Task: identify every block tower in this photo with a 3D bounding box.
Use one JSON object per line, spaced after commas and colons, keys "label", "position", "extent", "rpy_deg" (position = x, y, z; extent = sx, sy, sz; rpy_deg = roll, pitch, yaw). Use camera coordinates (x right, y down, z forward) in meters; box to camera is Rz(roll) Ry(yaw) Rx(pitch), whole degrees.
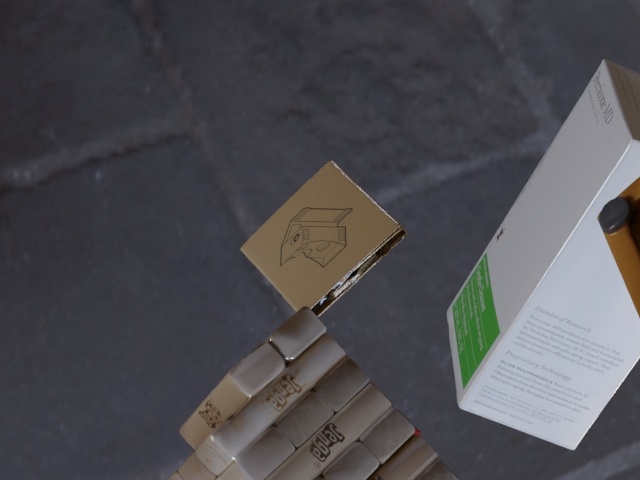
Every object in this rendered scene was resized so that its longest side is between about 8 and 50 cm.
{"label": "block tower", "position": [0.061, 0.197, 0.821], "extent": [0.335, 0.097, 0.091], "rpy_deg": [47, 58, 5]}

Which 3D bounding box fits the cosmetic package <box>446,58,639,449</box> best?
{"label": "cosmetic package", "position": [0.290, 0.018, 1.760], "extent": [0.155, 0.366, 0.197], "rpy_deg": [21, 28, -12]}

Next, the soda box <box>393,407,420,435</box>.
{"label": "soda box", "position": [0.017, 0.234, 1.187], "extent": [0.083, 0.092, 0.263], "rpy_deg": [-26, 40, 27]}

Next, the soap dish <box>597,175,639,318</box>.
{"label": "soap dish", "position": [0.284, 0.024, 0.909], "extent": [0.118, 0.229, 0.291], "rpy_deg": [33, 27, -30]}

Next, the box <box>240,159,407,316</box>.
{"label": "box", "position": [0.000, 0.000, 2.010], "extent": [0.164, 0.021, 0.201], "rpy_deg": [-43, 36, 0]}
